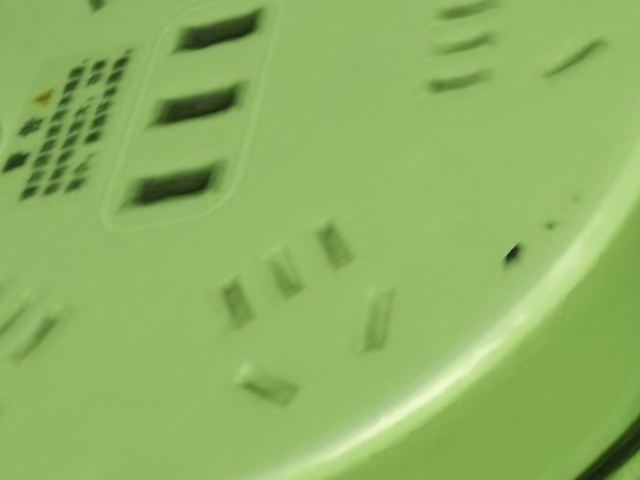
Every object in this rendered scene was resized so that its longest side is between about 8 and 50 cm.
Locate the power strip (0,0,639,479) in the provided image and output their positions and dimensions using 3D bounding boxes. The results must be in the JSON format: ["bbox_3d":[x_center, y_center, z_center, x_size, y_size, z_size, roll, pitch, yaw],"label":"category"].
[{"bbox_3d":[0.000,0.000,0.573,0.358,0.161,0.357,-17,43,17],"label":"power strip"}]
